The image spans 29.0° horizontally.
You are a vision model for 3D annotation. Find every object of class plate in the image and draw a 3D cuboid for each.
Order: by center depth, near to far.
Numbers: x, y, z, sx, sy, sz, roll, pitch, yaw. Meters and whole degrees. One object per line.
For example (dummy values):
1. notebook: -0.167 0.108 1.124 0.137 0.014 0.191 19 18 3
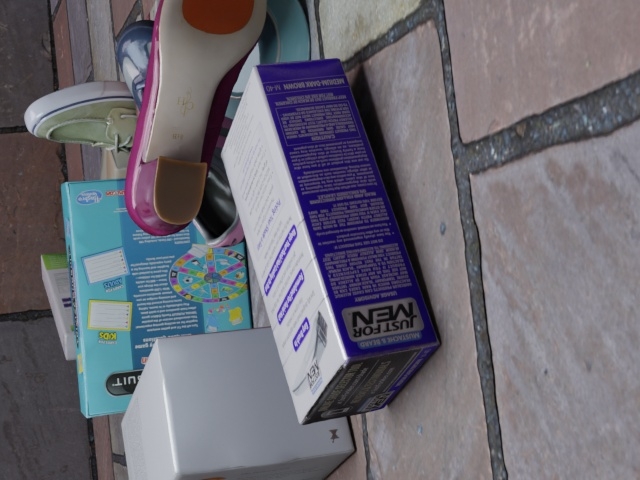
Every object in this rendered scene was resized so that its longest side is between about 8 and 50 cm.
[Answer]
1. plate: -0.095 -0.237 1.510 0.188 0.024 0.188 7 103 33

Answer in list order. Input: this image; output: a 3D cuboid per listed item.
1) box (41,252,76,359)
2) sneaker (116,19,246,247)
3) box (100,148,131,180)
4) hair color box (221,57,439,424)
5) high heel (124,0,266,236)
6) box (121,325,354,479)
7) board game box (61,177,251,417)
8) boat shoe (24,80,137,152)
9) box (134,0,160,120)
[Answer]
1. box: -0.376 0.108 2.276 0.322 0.232 0.058 -125 36 -57
2. sneaker: -0.172 -0.135 1.600 0.319 0.112 0.131 57 -154 -10
3. box: -0.309 -0.057 2.173 0.311 0.148 0.121 102 154 -45
4. hair color box: 0.000 0.000 1.301 0.185 0.110 0.339 119 139 -59
5. high heel: -0.164 -0.193 1.490 0.181 0.127 0.377 176 111 -72
6. box: -0.119 0.248 1.575 0.345 0.215 0.168 123 139 -61
7. board game box: -0.235 0.073 1.812 0.079 0.254 0.336 179 86 -72
8. boat shoe: -0.304 -0.184 1.911 0.109 0.302 0.094 -45 62 48
9. box: -0.192 -0.246 1.798 0.232 0.127 0.148 148 115 -70
